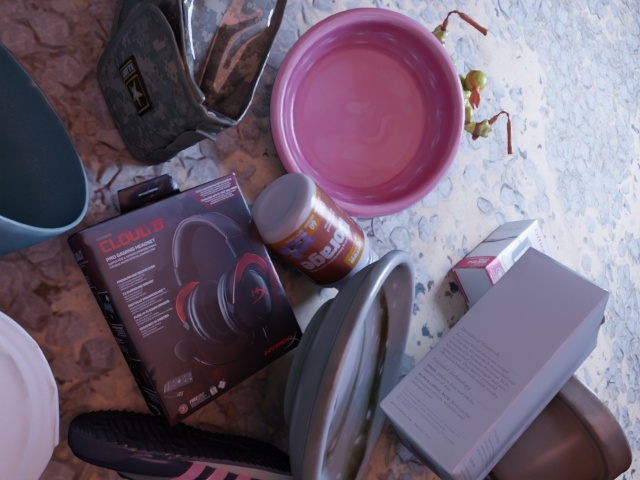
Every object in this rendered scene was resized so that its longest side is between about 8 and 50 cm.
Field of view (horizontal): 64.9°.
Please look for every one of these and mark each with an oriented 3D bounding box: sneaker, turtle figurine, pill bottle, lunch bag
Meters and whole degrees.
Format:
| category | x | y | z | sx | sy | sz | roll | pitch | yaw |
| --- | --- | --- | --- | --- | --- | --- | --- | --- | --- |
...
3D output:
| category | x | y | z | sx | sy | sz | roll | pitch | yaw |
| --- | --- | --- | --- | --- | --- | --- | --- | --- | --- |
| sneaker | -0.183 | 0.319 | 0.660 | 0.319 | 0.112 | 0.131 | 26 | 87 | -24 |
| turtle figurine | 0.231 | -0.256 | 0.930 | 0.087 | 0.217 | 0.269 | -37 | 105 | -31 |
| pill bottle | 0.000 | 0.000 | 0.794 | 0.216 | 0.121 | 0.121 | 40 | 64 | -39 |
| lunch bag | -0.175 | -0.250 | 0.651 | 0.169 | 0.235 | 0.286 | 16 | 76 | -37 |

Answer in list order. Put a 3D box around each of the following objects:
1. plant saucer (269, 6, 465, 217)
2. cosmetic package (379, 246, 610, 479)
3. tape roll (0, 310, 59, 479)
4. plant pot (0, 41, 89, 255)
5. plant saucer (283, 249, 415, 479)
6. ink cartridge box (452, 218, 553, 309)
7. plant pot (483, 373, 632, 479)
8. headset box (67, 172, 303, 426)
| category | x | y | z | sx | sy | sz | roll | pitch | yaw |
| --- | --- | --- | --- | --- | --- | --- | --- | --- | --- |
| plant saucer | 0.075 | -0.206 | 0.847 | 0.332 | 0.084 | 0.332 | -3 | 101 | -14 |
| cosmetic package | 0.302 | 0.224 | 0.857 | 0.385 | 0.156 | 0.217 | -43 | 141 | -14 |
| tape roll | -0.429 | 0.189 | 0.517 | 0.286 | 0.100 | 0.286 | 5 | 81 | -33 |
| plant pot | -0.408 | -0.089 | 0.486 | 0.195 | 0.290 | 0.290 | -29 | 103 | 5 |
| plant saucer | 0.037 | 0.199 | 0.752 | 0.400 | 0.101 | 0.400 | 14 | 90 | -69 |
| ink cartridge box | 0.406 | 0.072 | 1.085 | 0.218 | 0.092 | 0.158 | -35 | 104 | -33 |
| plant pot | 0.409 | 0.396 | 0.980 | 0.229 | 0.263 | 0.263 | -31 | 102 | -14 |
| headset box | -0.182 | 0.057 | 0.687 | 0.218 | 0.110 | 0.293 | -27 | 99 | -32 |
